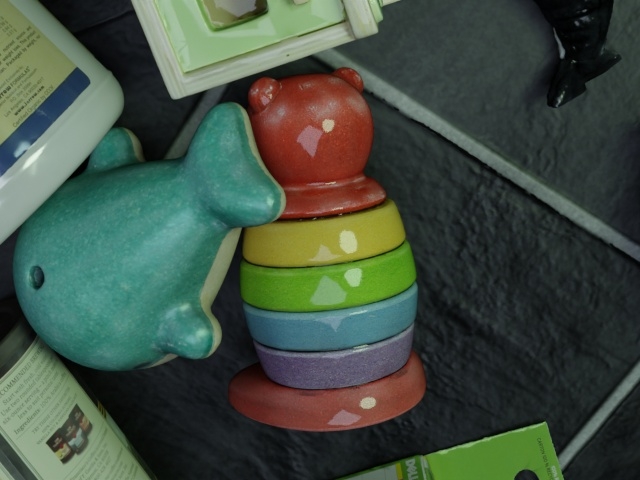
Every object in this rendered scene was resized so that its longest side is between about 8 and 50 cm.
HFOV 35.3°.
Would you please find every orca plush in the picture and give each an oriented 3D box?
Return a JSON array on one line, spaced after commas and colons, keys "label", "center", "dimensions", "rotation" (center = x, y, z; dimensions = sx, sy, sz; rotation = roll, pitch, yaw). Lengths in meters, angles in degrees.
[{"label": "orca plush", "center": [0.171, -0.241, 0.800], "dimensions": [0.151, 0.102, 0.287], "rotation": [-12, 111, 3]}]

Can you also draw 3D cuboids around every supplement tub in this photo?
[{"label": "supplement tub", "center": [-0.332, -0.141, 0.759], "dimensions": [0.228, 0.228, 0.316], "rotation": [-41, 106, 13]}]

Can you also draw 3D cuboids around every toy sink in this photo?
[{"label": "toy sink", "center": [-0.026, -0.225, 0.776], "dimensions": [0.234, 0.131, 0.152], "rotation": [-16, 111, 10]}]

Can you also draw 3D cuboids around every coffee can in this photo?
[{"label": "coffee can", "center": [-0.272, 0.221, 0.915], "dimensions": [0.202, 0.201, 0.275], "rotation": [-28, 109, 9]}]

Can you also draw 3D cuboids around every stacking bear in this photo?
[{"label": "stacking bear", "center": [0.000, 0.000, 0.864], "dimensions": [0.175, 0.164, 0.289], "rotation": [-12, 102, -21]}]

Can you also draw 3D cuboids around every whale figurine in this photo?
[{"label": "whale figurine", "center": [-0.149, 0.000, 0.817], "dimensions": [0.272, 0.141, 0.216], "rotation": [-36, 71, 37]}]

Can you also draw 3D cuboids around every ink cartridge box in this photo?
[{"label": "ink cartridge box", "center": [0.136, 0.313, 1.018], "dimensions": [0.255, 0.097, 0.188], "rotation": [-18, 111, 6]}]
